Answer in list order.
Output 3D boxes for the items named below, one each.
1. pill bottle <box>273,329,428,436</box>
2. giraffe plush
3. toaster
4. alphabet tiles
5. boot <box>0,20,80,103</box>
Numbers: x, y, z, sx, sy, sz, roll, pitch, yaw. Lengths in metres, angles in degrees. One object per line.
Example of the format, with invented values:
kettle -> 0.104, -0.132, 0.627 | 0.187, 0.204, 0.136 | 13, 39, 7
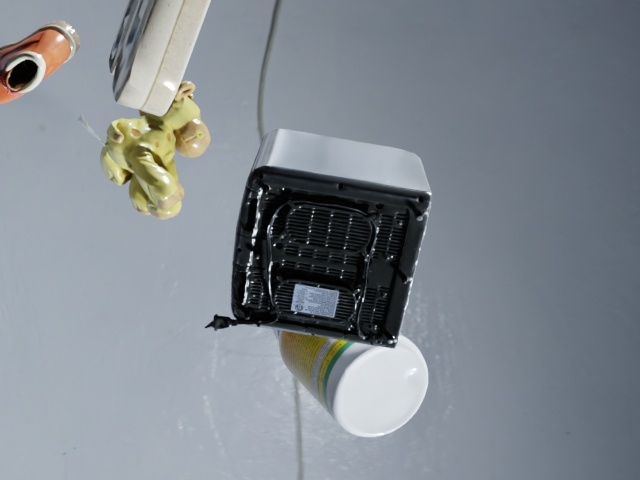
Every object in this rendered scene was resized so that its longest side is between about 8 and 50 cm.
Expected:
pill bottle -> 0.023, 0.124, 1.113 | 0.117, 0.208, 0.117 | -8, 110, -22
giraffe plush -> -0.254, -0.161, 1.570 | 0.170, 0.181, 0.210 | -43, 117, -22
toaster -> 0.000, 0.000, 0.908 | 0.186, 0.110, 0.168 | 9, 118, -2
alphabet tiles -> -0.020, -0.187, 0.359 | 0.021, 0.278, 0.284 | 19, 101, -18
boot -> -0.353, -0.191, 1.132 | 0.059, 0.158, 0.084 | 49, 37, -22
